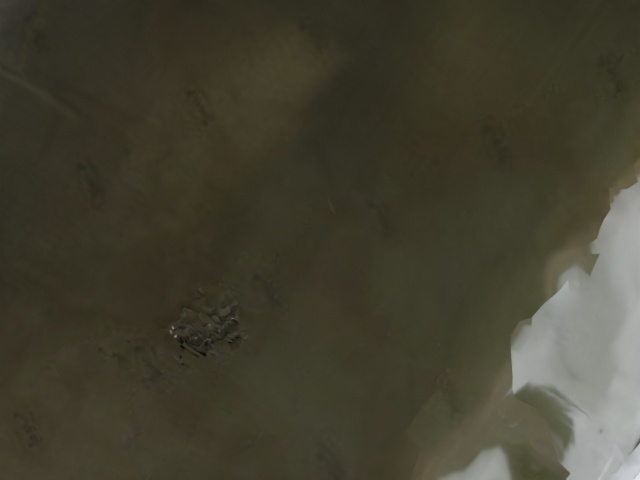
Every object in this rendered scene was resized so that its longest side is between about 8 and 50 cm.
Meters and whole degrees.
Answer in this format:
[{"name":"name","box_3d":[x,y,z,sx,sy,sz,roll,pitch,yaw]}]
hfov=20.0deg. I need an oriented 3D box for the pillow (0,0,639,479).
[{"name":"pillow","box_3d":[0.000,0.000,0.392,0.302,0.185,0.075,-60,178,0]}]
